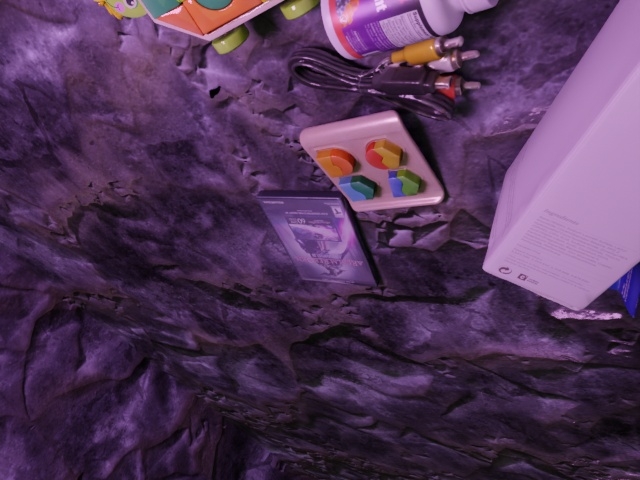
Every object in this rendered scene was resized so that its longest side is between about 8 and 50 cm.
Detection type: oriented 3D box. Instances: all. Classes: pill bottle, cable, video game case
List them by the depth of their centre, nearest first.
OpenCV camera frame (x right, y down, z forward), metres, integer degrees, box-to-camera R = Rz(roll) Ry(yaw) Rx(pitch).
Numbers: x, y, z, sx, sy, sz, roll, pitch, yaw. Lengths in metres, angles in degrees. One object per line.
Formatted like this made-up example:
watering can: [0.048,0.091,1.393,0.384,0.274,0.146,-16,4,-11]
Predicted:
pill bottle: [0.106,-0.292,0.669,0.193,0.108,0.108,-4,136,35]
cable: [0.092,-0.242,0.816,0.287,0.072,0.139,16,163,34]
video game case: [0.000,0.000,1.190,0.196,0.026,0.274,3,139,28]

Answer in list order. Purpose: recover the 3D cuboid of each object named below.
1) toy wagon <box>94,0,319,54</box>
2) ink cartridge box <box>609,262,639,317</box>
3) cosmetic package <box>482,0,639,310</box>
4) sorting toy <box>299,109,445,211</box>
toy wagon: [-0.171,-0.373,0.720,0.344,0.068,0.267,-18,128,25]
ink cartridge box: [0.606,0.067,0.871,0.332,0.065,0.165,6,141,27]
cosmetic package: [0.353,-0.110,0.665,0.156,0.217,0.385,23,147,4]
sorting toy: [0.087,-0.120,0.950,0.192,0.038,0.208,-4,143,35]
